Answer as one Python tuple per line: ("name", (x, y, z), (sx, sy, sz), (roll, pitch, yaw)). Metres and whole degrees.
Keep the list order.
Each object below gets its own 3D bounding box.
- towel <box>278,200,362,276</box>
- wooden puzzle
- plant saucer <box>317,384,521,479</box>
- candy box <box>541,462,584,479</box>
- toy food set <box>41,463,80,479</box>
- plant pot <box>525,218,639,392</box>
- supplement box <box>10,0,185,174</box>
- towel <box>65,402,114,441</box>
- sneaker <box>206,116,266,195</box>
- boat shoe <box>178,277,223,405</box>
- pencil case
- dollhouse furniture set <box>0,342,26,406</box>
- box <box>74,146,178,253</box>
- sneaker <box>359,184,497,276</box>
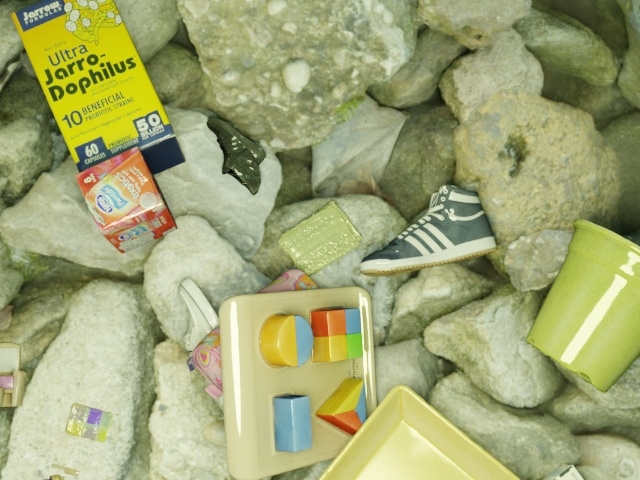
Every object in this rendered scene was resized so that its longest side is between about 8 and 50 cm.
("towel", (0.000, 0.000, 1.912), (0.148, 0.027, 0.110), (-34, 83, -9))
("wooden puzzle", (-0.018, 0.251, 1.724), (0.348, 0.080, 0.322), (-2, 88, -43))
("plant saucer", (0.168, 0.494, 1.737), (0.333, 0.081, 0.333), (39, 78, 11))
("candy box", (0.446, 0.548, 1.797), (0.196, 0.070, 0.165), (-36, 82, -7))
("toy food set", (-0.505, 0.493, 1.804), (0.078, 0.019, 0.122), (15, 79, 1))
("plant pot", (0.535, 0.138, 1.802), (0.276, 0.276, 0.254), (33, 91, 5))
("supplement box", (-0.433, -0.296, 1.870), (0.194, 0.195, 0.356), (-25, 80, -6))
("towel", (-0.449, 0.354, 1.838), (0.083, 0.009, 0.060), (16, 78, 1))
("sneaker", (-0.179, -0.172, 1.927), (0.170, 0.051, 0.089), (35, 75, 1))
("boat shoe", (-0.221, 0.197, 1.832), (0.084, 0.095, 0.258), (-28, 80, -11))
("pencil case", (-0.113, 0.173, 1.780), (0.124, 0.124, 0.284), (44, 54, 6))
("dollhouse furniture set", (-0.714, 0.200, 1.710), (0.286, 0.303, 0.198), (0, 80, -2))
("box", (-0.362, -0.070, 1.797), (0.128, 0.257, 0.122), (-25, 82, -6))
("sneaker", (0.202, -0.022, 1.884), (0.282, 0.099, 0.153), (-11, 84, -11))
